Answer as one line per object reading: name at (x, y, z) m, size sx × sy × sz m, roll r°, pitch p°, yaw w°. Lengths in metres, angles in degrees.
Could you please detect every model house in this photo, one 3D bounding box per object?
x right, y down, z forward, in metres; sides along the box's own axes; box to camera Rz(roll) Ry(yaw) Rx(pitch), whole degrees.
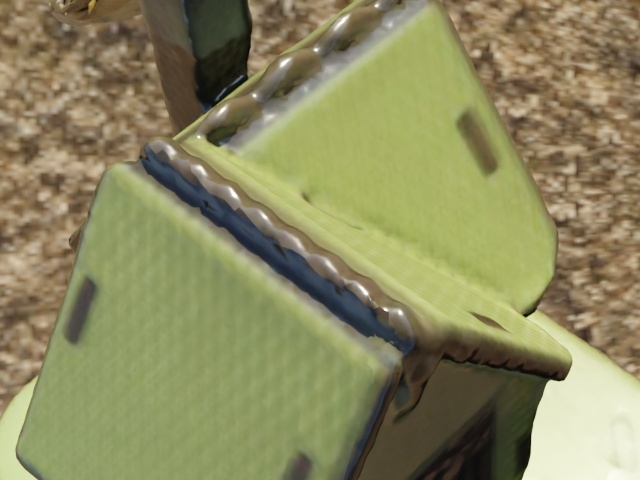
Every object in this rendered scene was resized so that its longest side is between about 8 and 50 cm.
model house at (0.000, 0.000, 0.525) m, size 0.218 × 0.205 × 0.279 m, roll 36°, pitch 150°, yaw 28°

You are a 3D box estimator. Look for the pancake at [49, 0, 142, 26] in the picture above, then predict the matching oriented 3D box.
pancake at (-0.020, -0.251, 0.686) m, size 0.071 × 0.382 × 0.382 m, roll 24°, pitch 109°, yaw -16°
